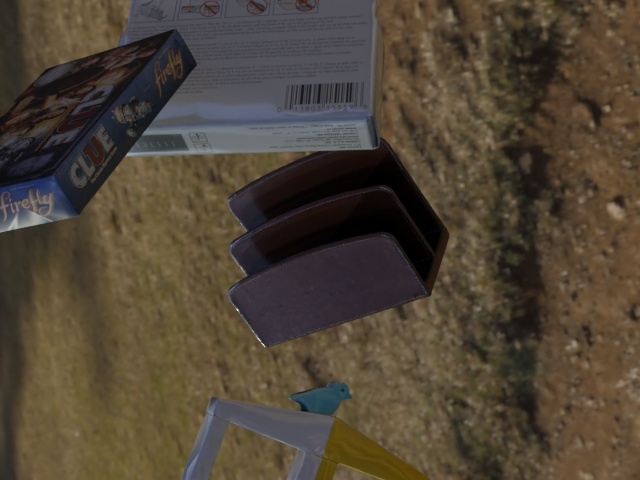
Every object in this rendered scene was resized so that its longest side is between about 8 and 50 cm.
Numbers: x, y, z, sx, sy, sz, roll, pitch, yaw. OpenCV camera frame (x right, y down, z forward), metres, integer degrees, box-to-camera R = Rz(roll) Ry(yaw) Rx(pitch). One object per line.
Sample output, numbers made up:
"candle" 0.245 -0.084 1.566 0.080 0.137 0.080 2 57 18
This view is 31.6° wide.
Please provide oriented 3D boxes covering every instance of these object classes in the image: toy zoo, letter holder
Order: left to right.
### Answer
"toy zoo" -0.032 0.250 0.884 0.293 0.192 0.030 -69 14 -11
"letter holder" 0.000 0.000 1.672 0.301 0.152 0.214 -20 117 31

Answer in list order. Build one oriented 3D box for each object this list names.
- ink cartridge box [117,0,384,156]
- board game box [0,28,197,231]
"ink cartridge box" -0.071 -0.203 1.169 0.060 0.275 0.239 72 -160 -58
"board game box" -0.229 -0.094 0.994 0.165 0.243 0.042 -10 122 28
